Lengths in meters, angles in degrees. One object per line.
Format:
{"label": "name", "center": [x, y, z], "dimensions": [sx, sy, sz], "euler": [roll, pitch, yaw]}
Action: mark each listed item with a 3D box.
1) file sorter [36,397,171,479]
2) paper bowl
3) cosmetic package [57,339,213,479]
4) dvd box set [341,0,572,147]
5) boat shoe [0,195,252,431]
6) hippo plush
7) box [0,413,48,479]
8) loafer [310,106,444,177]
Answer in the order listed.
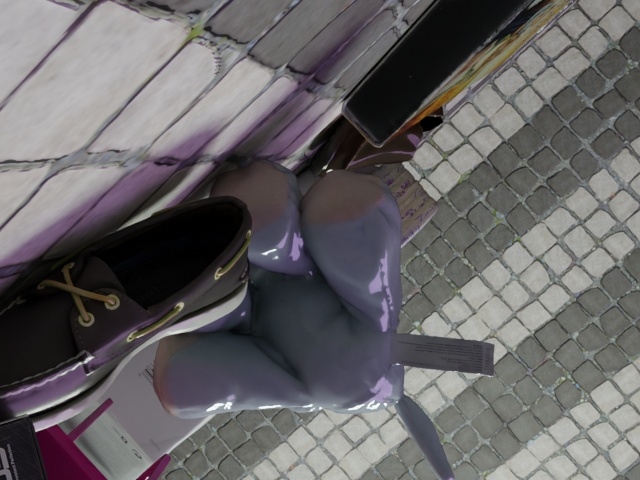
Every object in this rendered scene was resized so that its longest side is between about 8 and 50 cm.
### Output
{"label": "file sorter", "center": [-0.204, 0.254, 0.660], "dimensions": [0.202, 0.291, 0.182], "euler": [-42, -179, 3]}
{"label": "paper bowl", "center": [0.000, 0.000, 1.053], "dimensions": [0.284, 0.148, 0.284], "euler": [-42, 177, -2]}
{"label": "cosmetic package", "center": [-0.260, 0.244, 1.232], "dimensions": [0.217, 0.156, 0.385], "euler": [-40, 178, -36]}
{"label": "dvd box set", "center": [0.219, -0.263, 0.863], "dimensions": [0.307, 0.062, 0.420], "euler": [-43, 177, 35]}
{"label": "boat shoe", "center": [-0.129, 0.035, 0.493], "dimensions": [0.228, 0.081, 0.069], "euler": [-31, 148, -44]}
{"label": "hippo plush", "center": [-0.009, 0.028, 0.742], "dimensions": [0.236, 0.294, 0.234], "euler": [-102, -153, -71]}
{"label": "box", "center": [-0.228, 0.153, 0.407], "dimensions": [0.183, 0.056, 0.231], "euler": [-14, 166, -23]}
{"label": "loafer", "center": [0.076, -0.120, 0.921], "dimensions": [0.220, 0.078, 0.080], "euler": [-40, 177, -37]}
